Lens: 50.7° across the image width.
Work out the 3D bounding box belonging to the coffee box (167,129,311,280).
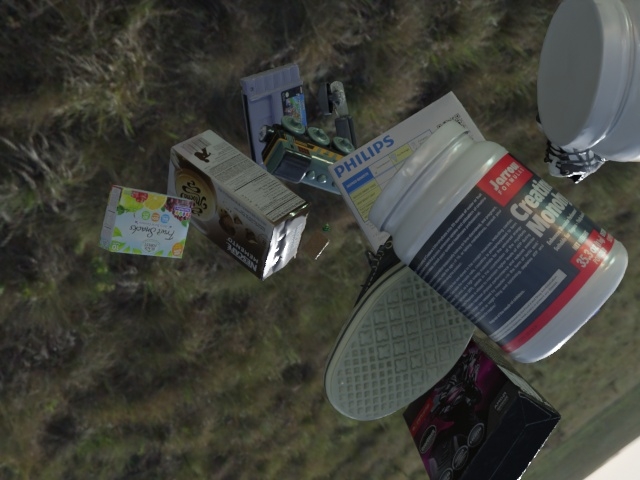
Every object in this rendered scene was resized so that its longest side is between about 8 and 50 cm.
[{"bbox_3d":[-0.180,-0.077,1.432,0.119,0.297,0.168,-36,155,-40],"label":"coffee box"}]

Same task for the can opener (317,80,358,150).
[{"bbox_3d":[0.059,-0.381,2.220,0.095,0.283,0.076,-3,-167,32],"label":"can opener"}]

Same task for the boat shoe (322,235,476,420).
[{"bbox_3d":[0.163,0.069,1.092,0.500,0.187,0.156,-55,-161,-21],"label":"boat shoe"}]

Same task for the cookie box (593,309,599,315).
[{"bbox_3d":[0.492,0.103,1.351,0.092,0.107,0.040,26,113,-36],"label":"cookie box"}]

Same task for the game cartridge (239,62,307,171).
[{"bbox_3d":[-0.151,-0.413,2.338,0.230,0.068,0.354,-24,126,-28],"label":"game cartridge"}]

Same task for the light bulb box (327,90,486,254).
[{"bbox_3d":[0.270,-0.094,1.637,0.358,0.360,0.225,-31,162,8],"label":"light bulb box"}]

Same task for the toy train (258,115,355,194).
[{"bbox_3d":[-0.020,-0.229,1.929,0.334,0.190,0.142,17,128,-29],"label":"toy train"}]

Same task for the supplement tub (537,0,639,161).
[{"bbox_3d":[0.493,-0.223,0.914,0.332,0.240,0.241,1,146,-4],"label":"supplement tub"}]

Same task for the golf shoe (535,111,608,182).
[{"bbox_3d":[0.396,-0.145,1.086,0.198,0.077,0.093,19,116,-39],"label":"golf shoe"}]

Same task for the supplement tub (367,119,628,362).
[{"bbox_3d":[0.215,-0.001,0.842,0.191,0.272,0.191,-46,170,-11],"label":"supplement tub"}]

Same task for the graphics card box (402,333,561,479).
[{"bbox_3d":[0.275,0.321,1.240,0.232,0.094,0.371,-57,-172,7],"label":"graphics card box"}]

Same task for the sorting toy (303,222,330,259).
[{"bbox_3d":[0.000,0.000,1.576,0.012,0.062,0.083,35,95,-40],"label":"sorting toy"}]

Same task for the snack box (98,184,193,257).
[{"bbox_3d":[-0.277,-0.028,1.084,0.141,0.037,0.100,8,98,-51],"label":"snack box"}]
